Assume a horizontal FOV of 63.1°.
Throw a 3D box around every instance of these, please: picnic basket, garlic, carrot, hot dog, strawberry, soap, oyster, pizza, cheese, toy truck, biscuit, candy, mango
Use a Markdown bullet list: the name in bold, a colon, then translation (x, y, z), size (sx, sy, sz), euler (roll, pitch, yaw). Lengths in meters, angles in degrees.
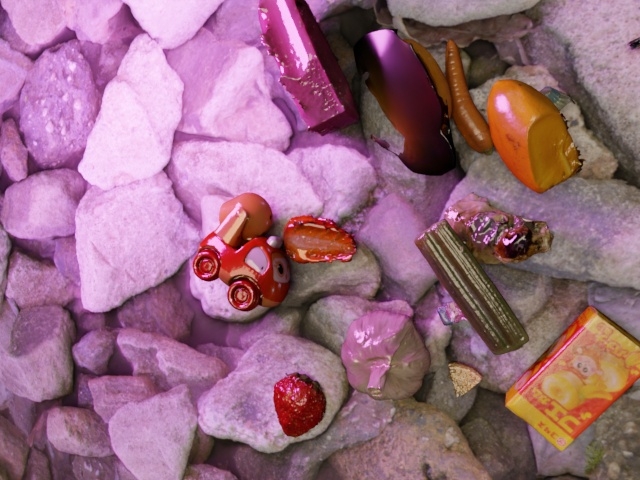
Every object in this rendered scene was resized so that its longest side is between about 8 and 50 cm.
- **picnic basket**: translation (0.482, -0.281, 1.072), size (0.083, 0.083, 0.065), euler (38, 102, -26)
- **garlic**: translation (0.138, 0.273, 1.166), size (0.219, 0.212, 0.218), euler (3, 101, 16)
- **carrot**: translation (0.309, -0.306, 1.137), size (0.066, 0.062, 0.271), euler (-33, 77, 53)
- **hot dog**: translation (0.202, -0.305, 1.150), size (0.194, 0.107, 0.326), euler (-4, 108, 44)
- **strawberry**: translation (0.000, 0.000, 1.271), size (0.188, 0.082, 0.121), euler (11, 116, 10)
- **soap**: translation (-0.033, -0.406, 1.174), size (0.127, 0.220, 0.324), euler (-26, 85, 12)
- **oyster**: translation (0.373, -0.012, 1.117), size (0.233, 0.107, 0.161), euler (9, 106, 22)
- **pizza**: translation (0.325, 0.320, 1.198), size (0.083, 0.025, 0.078), euler (22, 97, 24)
- **cheese**: translation (0.335, 0.151, 1.174), size (0.145, 0.038, 0.095), euler (-25, 84, 27)
- **toy truck**: translation (-0.166, 0.027, 1.276), size (0.265, 0.189, 0.239), euler (38, 97, 13)
- **biscuit**: translation (0.322, 0.106, 1.122), size (0.099, 0.038, 0.322), euler (-36, 85, 32)
- **candy**: translation (0.532, 0.285, 1.085), size (0.146, 0.088, 0.276), euler (38, 106, 12)
- **strawberry**: translation (-0.067, 0.428, 1.333), size (0.147, 0.082, 0.187), euler (17, 105, 25)
- **mango**: translation (0.418, -0.210, 1.044), size (0.126, 0.154, 0.252), euler (-35, 97, 1)

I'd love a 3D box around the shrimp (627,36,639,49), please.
- **shrimp**: translation (0.679, -0.458, 0.989), size (0.219, 0.046, 0.152), euler (-30, 85, 16)
